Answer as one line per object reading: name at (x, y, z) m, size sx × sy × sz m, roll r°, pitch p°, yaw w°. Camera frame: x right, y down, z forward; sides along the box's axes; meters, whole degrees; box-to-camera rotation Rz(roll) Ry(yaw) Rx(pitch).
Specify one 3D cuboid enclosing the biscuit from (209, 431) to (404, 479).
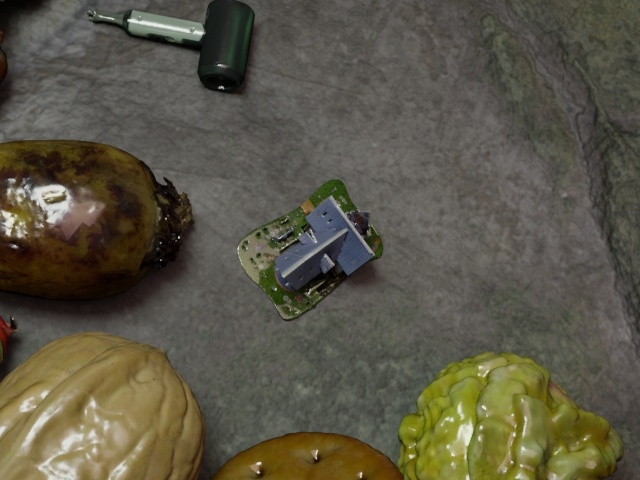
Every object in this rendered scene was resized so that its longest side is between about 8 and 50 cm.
biscuit at (-0.015, 0.276, 0.971) m, size 0.220 × 0.220 × 0.066 m, roll -17°, pitch 116°, yaw -19°

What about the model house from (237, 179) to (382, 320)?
model house at (0.000, 0.000, 1.109) m, size 0.167 × 0.088 × 0.117 m, roll -33°, pitch 86°, yaw -21°

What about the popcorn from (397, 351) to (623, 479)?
popcorn at (0.209, 0.237, 1.044) m, size 0.259 × 0.212 × 0.259 m, roll 2°, pitch 78°, yaw -8°

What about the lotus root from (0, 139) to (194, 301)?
lotus root at (-0.280, -0.022, 1.008) m, size 0.313 × 0.141 × 0.170 m, roll 1°, pitch 78°, yaw -15°

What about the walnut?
walnut at (-0.229, 0.210, 0.929) m, size 0.225 × 0.225 × 0.261 m, roll 39°, pitch 70°, yaw -2°

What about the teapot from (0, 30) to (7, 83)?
teapot at (-0.384, -0.191, 1.030) m, size 0.116 × 0.173 × 0.116 m, roll 0°, pitch 97°, yaw 3°

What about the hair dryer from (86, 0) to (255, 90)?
hair dryer at (-0.181, -0.245, 1.153) m, size 0.197 × 0.057 × 0.101 m, roll 10°, pitch 72°, yaw -4°

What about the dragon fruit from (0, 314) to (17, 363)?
dragon fruit at (-0.363, 0.113, 0.983) m, size 0.081 × 0.086 × 0.116 m, roll 30°, pitch 73°, yaw -47°
